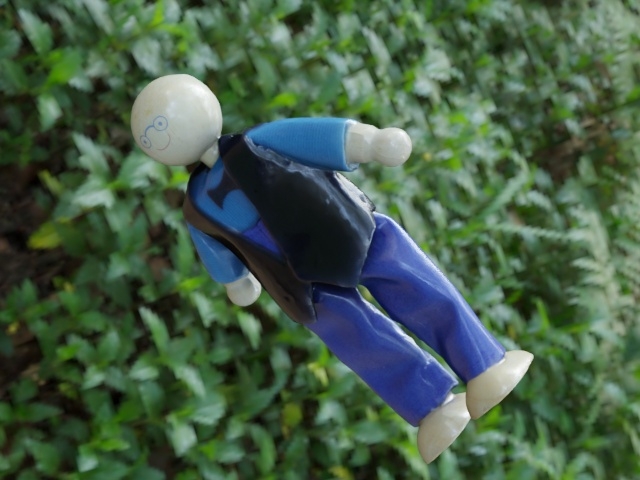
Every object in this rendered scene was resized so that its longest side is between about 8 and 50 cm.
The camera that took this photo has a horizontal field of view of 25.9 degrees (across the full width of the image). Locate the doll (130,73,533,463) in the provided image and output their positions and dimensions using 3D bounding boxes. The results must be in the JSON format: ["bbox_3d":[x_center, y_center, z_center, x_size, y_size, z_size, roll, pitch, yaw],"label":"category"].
[{"bbox_3d":[0.000,0.000,0.564,0.189,0.129,0.046,43,43,3],"label":"doll"}]
